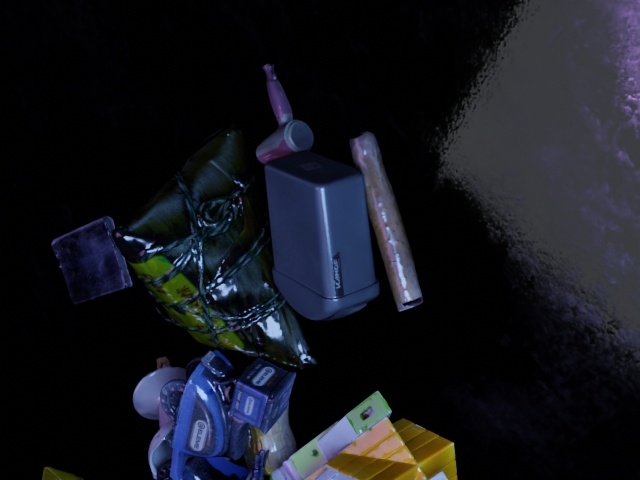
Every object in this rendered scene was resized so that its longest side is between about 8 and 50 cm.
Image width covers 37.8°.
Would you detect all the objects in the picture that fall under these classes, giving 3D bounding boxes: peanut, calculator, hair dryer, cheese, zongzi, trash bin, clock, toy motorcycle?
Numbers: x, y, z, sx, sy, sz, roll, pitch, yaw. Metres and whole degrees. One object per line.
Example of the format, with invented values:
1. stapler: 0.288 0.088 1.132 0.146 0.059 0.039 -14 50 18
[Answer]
1. peanut: -0.089 0.315 1.630 0.087 0.087 0.206 0 105 46
2. calculator: -0.497 0.047 2.012 0.262 0.021 0.161 -15 93 48
3. hair dryer: -0.066 -0.201 1.462 0.106 0.054 0.154 -12 85 52
4. cheese: -0.316 0.276 1.896 0.044 0.030 0.083 -153 50 -63
5. zongzi: -0.209 0.056 1.574 0.362 0.319 0.383 -10 114 46
6. trash bin: 0.000 0.000 1.386 0.177 0.101 0.236 28 131 52
7. clock: 0.089 0.373 1.408 0.235 0.166 0.309 56 143 16
8. toy motorcycle: -0.165 0.341 1.550 0.213 0.125 0.358 24 123 15

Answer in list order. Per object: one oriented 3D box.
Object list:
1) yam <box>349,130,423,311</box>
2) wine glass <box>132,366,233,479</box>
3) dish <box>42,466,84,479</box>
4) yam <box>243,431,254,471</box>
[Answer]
1. yam: 0.095 -0.029 1.345 0.046 0.046 0.264 -14 93 48
2. wine glass: -0.265 0.344 1.749 0.196 0.165 0.165 45 134 51
3. dish: -0.611 0.643 2.298 0.149 0.080 0.207 -28 82 44
4. yam: -0.125 0.365 1.711 0.054 0.054 0.132 -28 82 48
